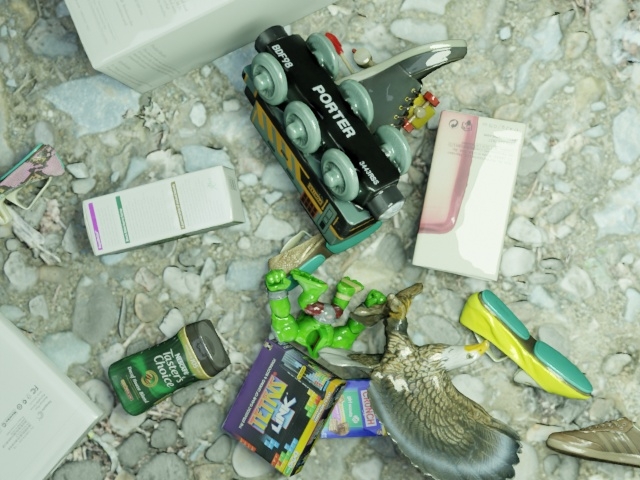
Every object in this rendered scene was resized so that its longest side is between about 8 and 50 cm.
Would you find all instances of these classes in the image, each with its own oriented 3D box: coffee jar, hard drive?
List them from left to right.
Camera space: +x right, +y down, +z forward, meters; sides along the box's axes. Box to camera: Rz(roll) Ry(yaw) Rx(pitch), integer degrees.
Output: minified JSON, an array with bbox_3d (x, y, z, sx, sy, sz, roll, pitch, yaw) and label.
[{"bbox_3d":[-0.567,0.257,1.452,0.353,0.047,0.233,42,95,6],"label":"hard drive"},{"bbox_3d":[-0.242,0.203,1.389,0.184,0.079,0.096,-28,85,6],"label":"coffee jar"}]

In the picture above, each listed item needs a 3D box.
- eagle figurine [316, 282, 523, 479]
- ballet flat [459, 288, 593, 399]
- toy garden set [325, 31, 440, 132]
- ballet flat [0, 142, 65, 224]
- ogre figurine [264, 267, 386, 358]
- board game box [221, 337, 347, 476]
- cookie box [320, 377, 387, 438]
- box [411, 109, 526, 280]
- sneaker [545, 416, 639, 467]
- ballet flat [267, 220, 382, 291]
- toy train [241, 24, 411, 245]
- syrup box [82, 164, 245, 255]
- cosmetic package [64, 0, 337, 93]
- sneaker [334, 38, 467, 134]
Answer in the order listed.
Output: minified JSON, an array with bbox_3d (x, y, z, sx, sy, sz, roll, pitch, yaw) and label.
[{"bbox_3d":[0.160,0.213,1.241,0.226,0.225,0.298,-20,84,-30],"label":"eagle figurine"},{"bbox_3d":[0.308,0.173,1.322,0.231,0.077,0.077,43,116,9],"label":"ballet flat"},{"bbox_3d":[0.048,-0.212,1.373,0.244,0.049,0.204,45,97,7],"label":"toy garden set"},{"bbox_3d":[-0.524,-0.077,1.444,0.221,0.077,0.079,-33,104,6],"label":"ballet flat"},{"bbox_3d":[-0.003,0.114,1.340,0.097,0.197,0.118,36,111,46],"label":"ogre figurine"},{"bbox_3d":[-0.058,0.259,1.352,0.141,0.048,0.170,30,101,21],"label":"board game box"},{"bbox_3d":[0.052,0.264,1.365,0.107,0.040,0.092,-4,87,7],"label":"cookie box"},{"bbox_3d":[0.221,-0.064,1.292,0.127,0.148,0.232,11,90,9],"label":"box"},{"bbox_3d":[0.438,0.301,1.307,0.188,0.066,0.071,10,74,3],"label":"sneaker"},{"bbox_3d":[0.000,0.000,1.367,0.206,0.073,0.067,-33,62,2],"label":"ballet flat"},{"bbox_3d":[-0.003,-0.150,1.258,0.142,0.190,0.334,-28,75,-29],"label":"toy train"},{"bbox_3d":[-0.250,-0.046,1.387,0.237,0.093,0.096,-13,88,8],"label":"syrup box"},{"bbox_3d":[-0.171,-0.386,1.323,0.385,0.217,0.156,-25,86,5],"label":"cosmetic package"},{"bbox_3d":[0.130,-0.217,1.299,0.222,0.083,0.118,-20,91,19],"label":"sneaker"}]
